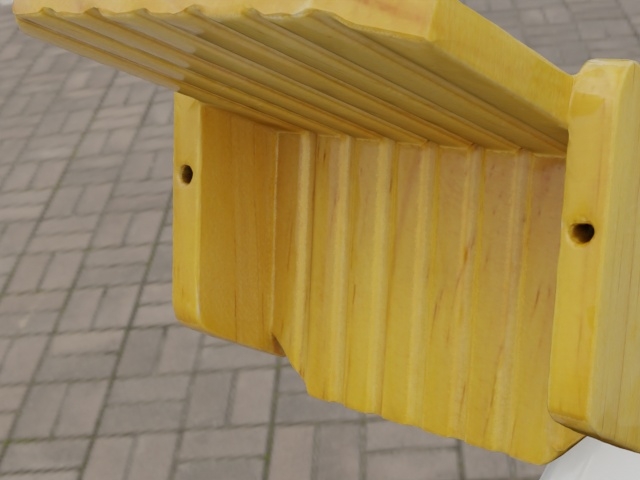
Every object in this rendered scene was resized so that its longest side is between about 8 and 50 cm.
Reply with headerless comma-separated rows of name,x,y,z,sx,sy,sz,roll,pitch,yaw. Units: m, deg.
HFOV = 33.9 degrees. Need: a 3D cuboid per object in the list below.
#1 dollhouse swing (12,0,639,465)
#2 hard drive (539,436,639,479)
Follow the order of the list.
dollhouse swing,0.000,0.000,0.659,0.347,0.315,0.305,10,13,37
hard drive,0.222,0.311,0.754,0.233,0.047,0.353,29,81,3
